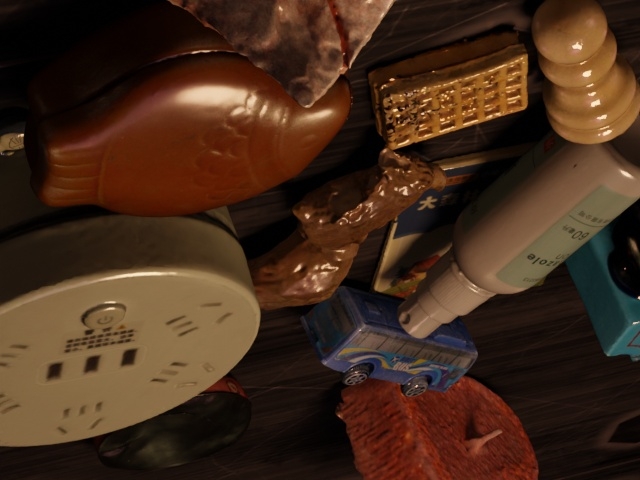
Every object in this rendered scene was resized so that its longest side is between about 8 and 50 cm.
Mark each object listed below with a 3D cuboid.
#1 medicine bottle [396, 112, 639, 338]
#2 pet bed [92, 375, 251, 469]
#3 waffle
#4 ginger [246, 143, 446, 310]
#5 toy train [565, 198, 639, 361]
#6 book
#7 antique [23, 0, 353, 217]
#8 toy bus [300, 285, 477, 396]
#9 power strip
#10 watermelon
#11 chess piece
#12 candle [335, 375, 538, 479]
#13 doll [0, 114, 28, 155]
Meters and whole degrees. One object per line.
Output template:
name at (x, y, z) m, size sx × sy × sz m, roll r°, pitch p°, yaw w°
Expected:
medicine bottle at (0.203, -0.009, 2.071) m, size 0.110 × 0.110 × 0.352 m, roll 6°, pitch 143°, yaw -40°
pet bed at (-0.173, 0.213, 2.340) m, size 0.201 × 0.053 × 0.201 m, roll -16°, pitch 154°, yaw -8°
waffle at (0.122, -0.142, 1.884) m, size 0.148 × 0.042 × 0.102 m, roll -17°, pitch 153°, yaw -4°
ginger at (0.002, -0.001, 2.021) m, size 0.290 × 0.084 × 0.122 m, roll -36°, pitch 156°, yaw 30°
toy train at (0.447, 0.004, 2.232) m, size 0.300 × 0.188 × 0.265 m, roll -14°, pitch 157°, yaw -17°
book at (0.175, -0.011, 2.194) m, size 0.228 × 0.018 × 0.322 m, roll -12°, pitch 152°, yaw -15°
antique at (-0.116, -0.115, 1.683) m, size 0.278 × 0.129 × 0.223 m, roll -13°, pitch 153°, yaw -13°
toy bus at (0.083, 0.116, 2.263) m, size 0.094 × 0.079 × 0.236 m, roll -38°, pitch 148°, yaw 29°
power strip at (-0.236, 0.060, 1.891) m, size 0.357 × 0.161 × 0.357 m, roll -16°, pitch 153°, yaw -8°
watermelon at (-0.027, -0.214, 1.482) m, size 0.310 × 0.232 × 0.193 m, roll 37°, pitch 86°, yaw -40°
chess piece at (0.244, -0.173, 1.875) m, size 0.094 × 0.094 × 0.170 m, roll -22°, pitch 145°, yaw 4°
candle at (0.153, 0.261, 2.466) m, size 0.131 × 0.287 × 0.317 m, roll -37°, pitch -169°, yaw 26°
doll at (-0.304, -0.078, 1.736) m, size 0.125 × 0.027 × 0.037 m, roll -22°, pitch 160°, yaw 4°
